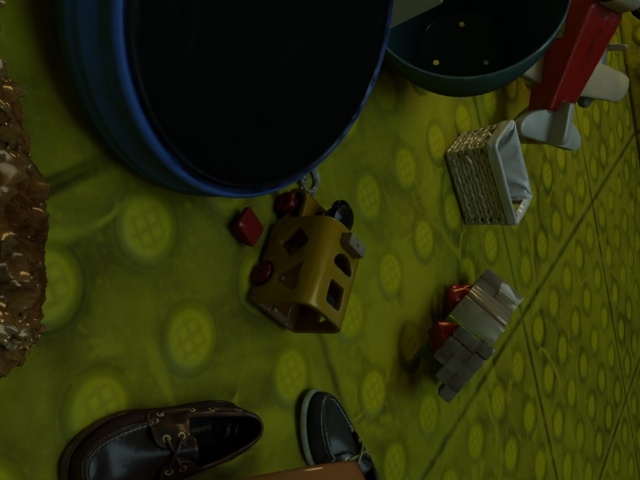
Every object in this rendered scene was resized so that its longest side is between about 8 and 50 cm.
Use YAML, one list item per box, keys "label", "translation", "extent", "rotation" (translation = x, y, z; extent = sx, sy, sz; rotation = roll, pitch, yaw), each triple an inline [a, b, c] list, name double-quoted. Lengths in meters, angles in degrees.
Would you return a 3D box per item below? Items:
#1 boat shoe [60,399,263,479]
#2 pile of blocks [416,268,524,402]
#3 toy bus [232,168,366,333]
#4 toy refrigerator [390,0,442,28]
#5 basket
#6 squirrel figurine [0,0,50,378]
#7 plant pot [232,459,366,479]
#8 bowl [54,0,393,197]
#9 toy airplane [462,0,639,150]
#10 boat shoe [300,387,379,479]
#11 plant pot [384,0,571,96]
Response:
- label: "boat shoe"
  translation: [-0.141, 0.193, 0.689]
  extent: [0.207, 0.073, 0.073]
  rotation: [-6, 93, -53]
- label: "pile of blocks"
  translation: [0.233, 0.145, 1.213]
  extent: [0.113, 0.149, 0.362]
  rotation: [41, 27, 11]
- label: "toy bus"
  translation: [0.000, 0.013, 0.873]
  extent: [0.191, 0.104, 0.202]
  rotation: [-26, 109, -53]
- label: "toy refrigerator"
  translation: [0.082, -0.433, 0.984]
  extent: [0.094, 0.102, 0.269]
  rotation: [12, 65, -54]
- label: "basket"
  translation: [0.308, -0.120, 1.320]
  extent: [0.113, 0.103, 0.167]
  rotation: [-47, 125, -46]
- label: "squirrel figurine"
  translation: [-0.267, 0.060, 0.363]
  extent: [0.397, 0.281, 0.370]
  rotation: [-49, 132, -42]
- label: "plant pot"
  translation: [-0.042, 0.322, 0.663]
  extent: [0.291, 0.291, 0.203]
  rotation: [17, 58, -53]
- label: "bowl"
  translation: [-0.063, -0.226, 0.711]
  extent: [0.391, 0.077, 0.391]
  rotation: [-28, 129, -41]
- label: "toy airplane"
  translation: [0.473, -0.378, 1.483]
  extent: [0.384, 0.272, 0.386]
  rotation: [-34, 132, -9]
- label: "boat shoe"
  translation: [0.037, 0.291, 0.931]
  extent: [0.081, 0.069, 0.227]
  rotation: [-39, 119, -49]
- label: "plant pot"
  translation: [0.217, -0.334, 1.098]
  extent: [0.195, 0.290, 0.290]
  rotation: [58, 37, -73]
